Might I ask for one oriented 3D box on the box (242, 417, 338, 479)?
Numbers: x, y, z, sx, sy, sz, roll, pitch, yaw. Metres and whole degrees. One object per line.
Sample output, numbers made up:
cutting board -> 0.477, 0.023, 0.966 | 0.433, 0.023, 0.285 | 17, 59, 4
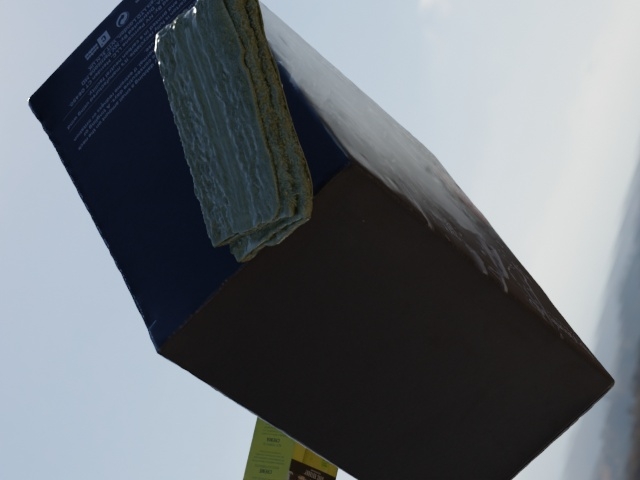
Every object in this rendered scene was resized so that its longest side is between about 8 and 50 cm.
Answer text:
box -> -0.014, 0.167, 1.746 | 0.087, 0.058, 0.232 | 33, -115, -50

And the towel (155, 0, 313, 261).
towel -> -0.049, -0.067, 1.020 | 0.110, 0.027, 0.148 | -27, 80, 59

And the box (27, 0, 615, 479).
box -> 0.000, 0.000, 1.316 | 0.179, 0.312, 0.343 | -44, -47, 10
